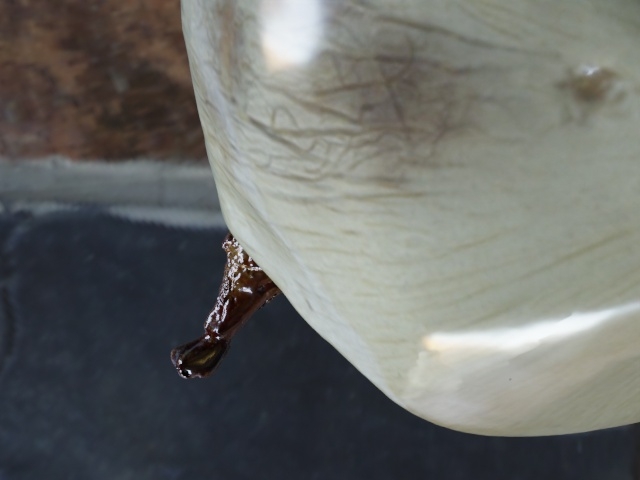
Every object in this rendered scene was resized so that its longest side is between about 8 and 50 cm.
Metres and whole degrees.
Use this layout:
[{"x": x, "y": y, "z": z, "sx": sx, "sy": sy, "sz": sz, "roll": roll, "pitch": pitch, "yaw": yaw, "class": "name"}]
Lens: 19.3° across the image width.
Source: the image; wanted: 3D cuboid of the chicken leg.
[{"x": -0.001, "y": -0.006, "z": 1.060, "sx": 0.219, "sy": 0.048, "sz": 0.089, "roll": -34, "pitch": 119, "yaw": -12, "class": "chicken leg"}]

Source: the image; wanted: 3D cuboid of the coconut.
[{"x": 0.062, "y": -0.061, "z": 0.452, "sx": 0.224, "sy": 0.224, "sz": 0.224, "roll": 2, "pitch": 102, "yaw": 8, "class": "coconut"}]
